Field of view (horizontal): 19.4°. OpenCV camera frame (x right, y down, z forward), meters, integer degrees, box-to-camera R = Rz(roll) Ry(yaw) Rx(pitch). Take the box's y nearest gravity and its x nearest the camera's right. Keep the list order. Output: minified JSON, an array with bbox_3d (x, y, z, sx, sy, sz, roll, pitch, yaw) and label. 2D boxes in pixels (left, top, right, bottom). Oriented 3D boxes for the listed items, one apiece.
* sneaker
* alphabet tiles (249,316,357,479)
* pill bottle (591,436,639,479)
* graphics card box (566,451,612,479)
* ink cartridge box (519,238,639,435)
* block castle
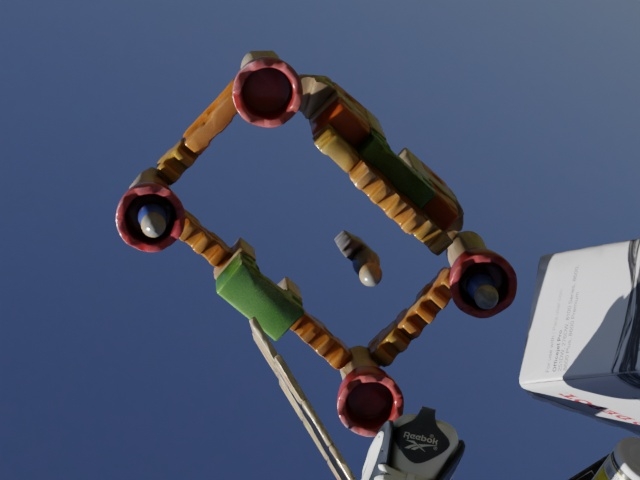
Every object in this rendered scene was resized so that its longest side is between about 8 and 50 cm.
[{"bbox_3d":[0.082,0.243,1.843,0.094,0.153,0.235,18,-169,4],"label":"sneaker"},{"bbox_3d":[0.011,0.245,2.167,0.342,0.011,0.285,58,175,8],"label":"alphabet tiles"},{"bbox_3d":[0.288,0.251,1.814,0.065,0.116,0.065,20,-146,-14],"label":"pill bottle"},{"bbox_3d":[0.259,0.415,2.451,0.094,0.371,0.233,56,176,16],"label":"graphics card box"},{"bbox_3d":[0.449,0.107,1.986,0.285,0.166,0.395,22,160,-33],"label":"ink cartridge box"},{"bbox_3d":[0.000,0.000,2.338,0.453,0.303,0.213,41,-171,-15],"label":"block castle"}]
